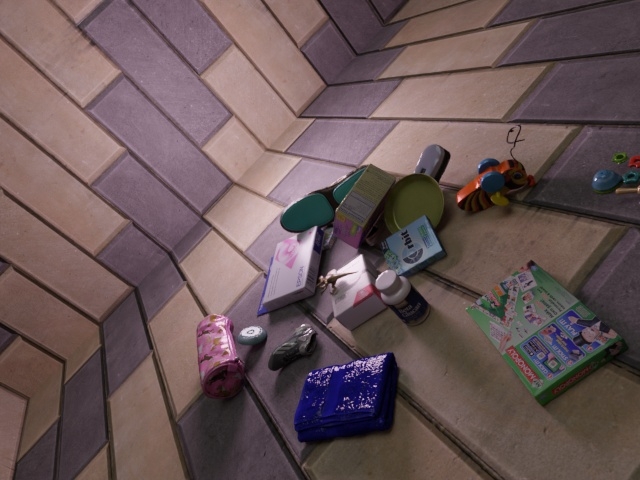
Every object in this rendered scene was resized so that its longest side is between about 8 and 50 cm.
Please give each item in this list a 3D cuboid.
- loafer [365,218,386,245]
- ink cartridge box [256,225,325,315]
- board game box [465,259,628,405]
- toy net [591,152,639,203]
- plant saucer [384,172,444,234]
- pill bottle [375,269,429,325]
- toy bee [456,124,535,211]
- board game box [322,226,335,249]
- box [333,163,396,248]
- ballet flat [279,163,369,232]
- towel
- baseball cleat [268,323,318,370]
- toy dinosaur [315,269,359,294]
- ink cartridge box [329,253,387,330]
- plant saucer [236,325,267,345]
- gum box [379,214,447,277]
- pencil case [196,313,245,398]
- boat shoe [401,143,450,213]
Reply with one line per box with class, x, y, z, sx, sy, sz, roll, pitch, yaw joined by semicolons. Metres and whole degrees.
loafer;0.210;-0.038;1.819;0.045;0.039;0.125;-7;46;50
ink cartridge box;-0.141;0.126;1.996;0.330;0.071;0.324;-24;40;33
board game box;0.503;0.199;1.115;0.213;0.046;0.317;-40;29;10
toy net;0.798;-0.144;1.200;0.122;0.045;0.232;-39;30;5
plant saucer;0.330;-0.114;1.671;0.241;0.037;0.241;-9;76;41
pill bottle;0.234;0.163;1.381;0.094;0.169;0.094;-32;30;22
toy bee;0.565;-0.181;1.470;0.298;0.162;0.195;-45;23;60
board game box;0.000;0.000;2.055;0.154;0.026;0.103;-13;41;44
box;0.163;-0.125;1.804;0.243;0.117;0.213;-54;-12;-20
ballet flat;0.053;-0.172;2.095;0.482;0.164;0.182;-30;0;5
towel;0.065;0.433;1.337;0.308;0.076;0.228;-23;35;33
baseball cleat;-0.093;0.375;1.627;0.206;0.072;0.109;-50;35;-3
toy dinosaur;0.037;0.133;1.611;0.183;0.053;0.093;-17;38;45
ink cartridge box;0.119;0.170;1.604;0.158;0.092;0.218;-36;31;17
plant saucer;-0.267;0.363;1.854;0.119;0.021;0.119;-5;23;2
gum box;0.300;0.026;1.571;0.184;0.041;0.157;-33;48;21
pencil case;-0.392;0.434;1.847;0.167;0.160;0.386;-13;24;-14
boat shoe;0.375;-0.198;1.747;0.113;0.105;0.306;34;105;46
